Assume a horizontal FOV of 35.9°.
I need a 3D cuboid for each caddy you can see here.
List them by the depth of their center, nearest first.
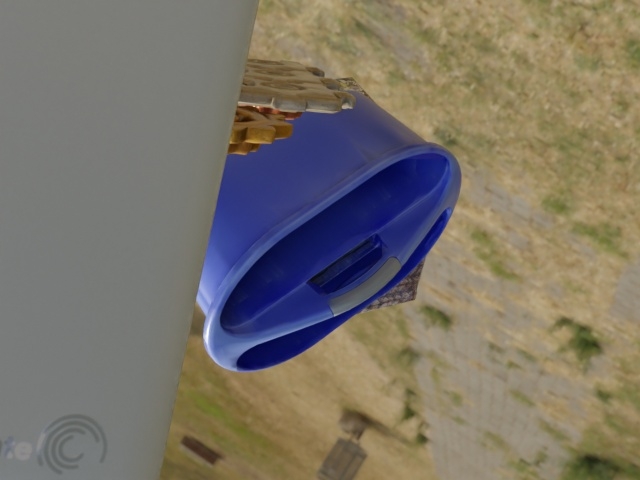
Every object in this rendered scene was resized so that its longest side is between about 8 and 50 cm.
[{"bbox_3d":[0.000,0.000,1.076,0.179,0.341,0.241,47,163,29],"label":"caddy"}]

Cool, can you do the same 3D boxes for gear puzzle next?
[{"bbox_3d":[-0.068,-0.101,0.738,0.176,0.044,0.339,4,-164,-9],"label":"gear puzzle"}]

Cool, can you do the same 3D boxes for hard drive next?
[{"bbox_3d":[-0.128,-0.071,0.348,0.203,0.307,0.040,13,176,-22],"label":"hard drive"}]

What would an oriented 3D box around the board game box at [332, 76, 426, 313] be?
[{"bbox_3d":[0.036,-0.071,1.501,0.291,0.141,0.232,53,145,41],"label":"board game box"}]
